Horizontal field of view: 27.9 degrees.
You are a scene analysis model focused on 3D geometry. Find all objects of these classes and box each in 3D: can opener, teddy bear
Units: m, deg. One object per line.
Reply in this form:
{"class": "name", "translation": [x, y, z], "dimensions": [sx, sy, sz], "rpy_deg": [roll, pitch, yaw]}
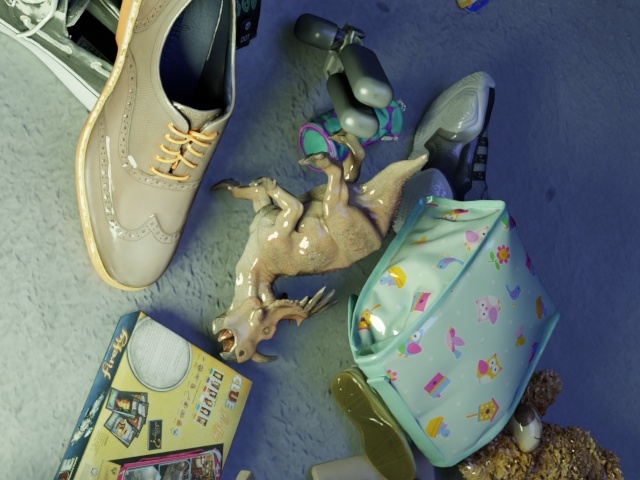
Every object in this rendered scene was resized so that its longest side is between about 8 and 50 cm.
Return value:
{"class": "can opener", "translation": [0.016, -0.201, 1.507], "dimensions": [0.095, 0.283, 0.076], "rpy_deg": [21, 109, -14]}
{"class": "teddy bear", "translation": [0.305, 0.296, 1.702], "dimensions": [0.338, 0.113, 0.245], "rpy_deg": [49, 50, -22]}

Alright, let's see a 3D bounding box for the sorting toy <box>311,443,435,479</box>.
{"class": "sorting toy", "translation": [0.081, 0.357, 1.534], "dimensions": [0.193, 0.038, 0.208], "rpy_deg": [-3, 81, -42]}

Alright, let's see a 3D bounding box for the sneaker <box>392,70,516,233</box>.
{"class": "sneaker", "translation": [0.196, -0.086, 1.713], "dimensions": [0.153, 0.101, 0.269], "rpy_deg": [39, 62, -29]}

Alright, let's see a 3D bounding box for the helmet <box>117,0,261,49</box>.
{"class": "helmet", "translation": [-0.148, -0.290, 1.425], "dimensions": [0.169, 0.169, 0.162], "rpy_deg": [-32, 117, -42]}

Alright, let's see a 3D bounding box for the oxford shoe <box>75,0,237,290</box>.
{"class": "oxford shoe", "translation": [-0.161, -0.108, 1.295], "dimensions": [0.130, 0.133, 0.364], "rpy_deg": [2, 109, -27]}

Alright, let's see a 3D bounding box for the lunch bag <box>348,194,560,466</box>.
{"class": "lunch bag", "translation": [0.150, 0.112, 1.547], "dimensions": [0.262, 0.160, 0.223], "rpy_deg": [-55, 131, -27]}

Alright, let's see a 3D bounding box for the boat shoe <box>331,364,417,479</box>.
{"class": "boat shoe", "translation": [0.070, 0.219, 1.539], "dimensions": [0.153, 0.056, 0.048], "rpy_deg": [54, 28, 6]}

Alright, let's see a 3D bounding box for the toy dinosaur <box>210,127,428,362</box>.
{"class": "toy dinosaur", "translation": [0.000, 0.000, 1.442], "dimensions": [0.127, 0.295, 0.200], "rpy_deg": [-90, 156, -77]}

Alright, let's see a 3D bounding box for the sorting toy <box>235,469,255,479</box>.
{"class": "sorting toy", "translation": [-0.097, 0.334, 1.339], "dimensions": [0.132, 0.046, 0.274], "rpy_deg": [-60, 143, -43]}

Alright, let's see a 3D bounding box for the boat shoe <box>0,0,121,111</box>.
{"class": "boat shoe", "translation": [-0.275, -0.243, 1.326], "dimensions": [0.306, 0.105, 0.113], "rpy_deg": [47, 53, -23]}

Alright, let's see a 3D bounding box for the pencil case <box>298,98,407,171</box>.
{"class": "pencil case", "translation": [0.040, -0.136, 1.607], "dimensions": [0.151, 0.064, 0.070], "rpy_deg": [-28, 73, -42]}

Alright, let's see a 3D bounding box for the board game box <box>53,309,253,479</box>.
{"class": "board game box", "translation": [-0.177, 0.219, 1.338], "dimensions": [0.165, 0.042, 0.243], "rpy_deg": [37, 57, -29]}

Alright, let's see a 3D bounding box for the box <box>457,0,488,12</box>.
{"class": "box", "translation": [0.206, -0.397, 1.847], "dimensions": [0.081, 0.028, 0.136], "rpy_deg": [-42, 105, -40]}
